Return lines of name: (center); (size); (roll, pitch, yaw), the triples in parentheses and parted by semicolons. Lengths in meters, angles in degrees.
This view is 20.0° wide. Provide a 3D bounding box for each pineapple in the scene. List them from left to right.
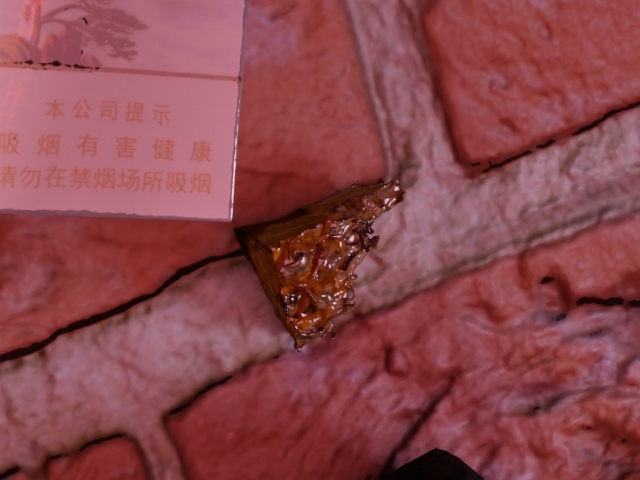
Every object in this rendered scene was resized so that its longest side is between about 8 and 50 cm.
pineapple: (0.000, 0.000, 1.071); (0.114, 0.077, 0.114); (-41, 147, -19)

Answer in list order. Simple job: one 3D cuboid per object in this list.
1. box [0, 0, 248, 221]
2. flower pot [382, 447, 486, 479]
box: (-0.115, -0.131, 0.987); (0.149, 0.067, 0.233); (1, 101, -21)
flower pot: (0.067, 0.201, 1.093); (0.157, 0.157, 0.107); (-43, 98, -7)
